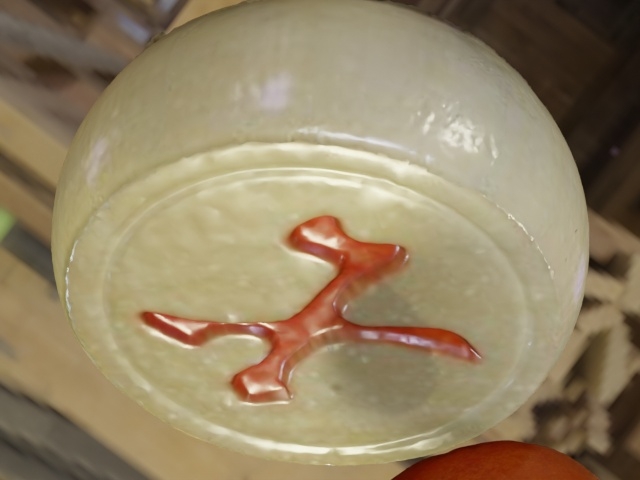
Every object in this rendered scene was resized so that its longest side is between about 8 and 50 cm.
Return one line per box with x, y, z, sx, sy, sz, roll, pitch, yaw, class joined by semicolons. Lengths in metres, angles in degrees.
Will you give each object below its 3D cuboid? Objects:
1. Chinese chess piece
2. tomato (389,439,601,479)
0.000;0.000;1.201;0.338;0.338;0.140;-49;-155;44;Chinese chess piece
0.088;0.242;1.081;0.260;0.180;0.259;-30;-128;47;tomato
